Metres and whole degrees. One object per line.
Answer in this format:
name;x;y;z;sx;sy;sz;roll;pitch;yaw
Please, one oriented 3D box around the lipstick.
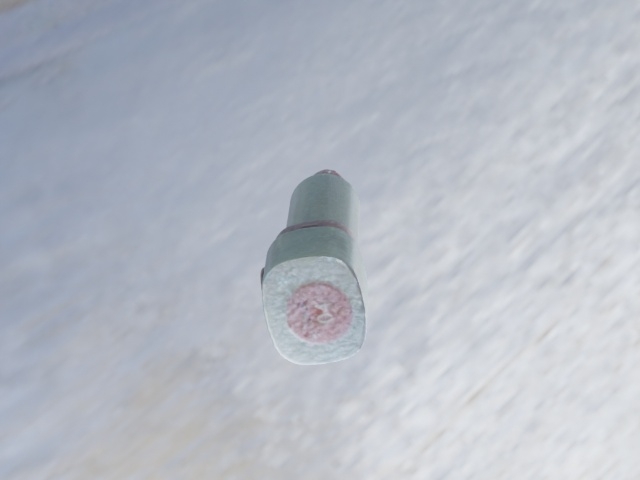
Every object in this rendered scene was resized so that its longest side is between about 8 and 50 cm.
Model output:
lipstick;-0.001;0.000;0.847;0.057;0.186;0.063;-8;112;6
